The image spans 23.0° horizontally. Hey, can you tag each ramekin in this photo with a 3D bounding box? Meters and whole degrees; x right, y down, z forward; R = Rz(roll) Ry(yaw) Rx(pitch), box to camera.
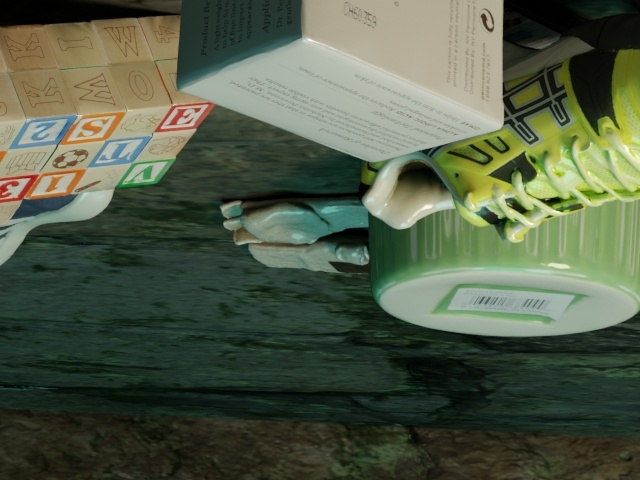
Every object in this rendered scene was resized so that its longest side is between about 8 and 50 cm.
[{"bbox_3d":[0.188,-0.004,1.564,0.303,0.148,0.303,3,164,1],"label":"ramekin"}]

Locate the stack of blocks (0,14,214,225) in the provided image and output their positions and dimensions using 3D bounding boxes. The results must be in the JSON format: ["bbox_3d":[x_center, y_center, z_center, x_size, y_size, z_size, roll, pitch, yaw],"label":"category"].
[{"bbox_3d":[-0.252,-0.086,1.233,0.297,0.087,0.171,-10,157,-36],"label":"stack of blocks"}]

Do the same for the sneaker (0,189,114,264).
[{"bbox_3d":[-0.336,-0.063,1.527,0.148,0.131,0.350,23,150,-33],"label":"sneaker"}]

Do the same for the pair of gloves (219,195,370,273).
[{"bbox_3d":[0.000,0.000,1.804,0.204,0.042,0.240,0,163,12],"label":"pair of gloves"}]

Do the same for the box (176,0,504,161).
[{"bbox_3d":[0.017,-0.164,0.985,0.182,0.181,0.119,18,159,-42],"label":"box"}]

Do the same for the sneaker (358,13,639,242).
[{"bbox_3d":[0.179,-0.064,1.126,0.145,0.147,0.385,36,160,-30],"label":"sneaker"}]

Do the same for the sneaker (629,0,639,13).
[{"bbox_3d":[0.252,-0.185,1.055,0.130,0.109,0.286,9,159,15],"label":"sneaker"}]

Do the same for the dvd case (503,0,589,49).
[{"bbox_3d":[0.128,-0.156,1.279,0.253,0.022,0.180,17,158,-40],"label":"dvd case"}]
